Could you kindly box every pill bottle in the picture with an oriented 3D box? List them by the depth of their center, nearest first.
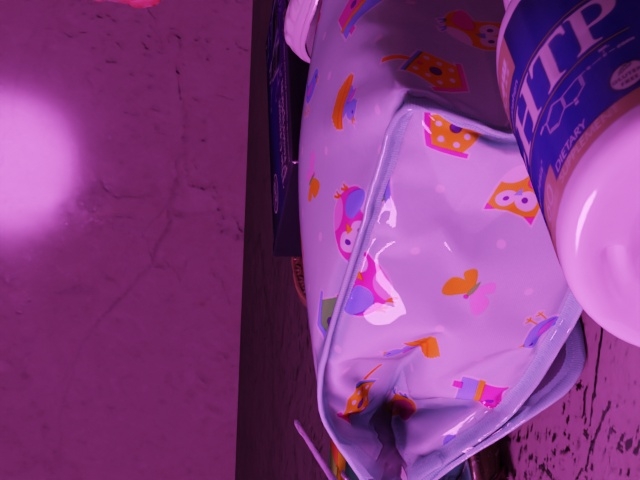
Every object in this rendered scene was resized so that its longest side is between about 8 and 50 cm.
[{"bbox_3d":[0.125,-0.056,0.605,0.186,0.112,0.112,-99,13,-54],"label":"pill bottle"}]

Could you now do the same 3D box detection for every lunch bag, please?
[{"bbox_3d":[0.062,-0.016,0.912,0.223,0.160,0.262,-100,19,-53],"label":"lunch bag"}]

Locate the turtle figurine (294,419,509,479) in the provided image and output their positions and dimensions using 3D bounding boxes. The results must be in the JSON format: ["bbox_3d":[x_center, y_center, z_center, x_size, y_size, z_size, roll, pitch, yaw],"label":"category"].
[{"bbox_3d":[0.063,0.162,1.036,0.175,0.118,0.234,-56,-46,-77],"label":"turtle figurine"}]

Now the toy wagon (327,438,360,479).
[{"bbox_3d":[0.045,0.250,1.334,0.344,0.068,0.267,-114,27,-73],"label":"toy wagon"}]

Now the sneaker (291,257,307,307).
[{"bbox_3d":[0.000,0.000,1.772,0.086,0.064,0.192,89,179,-63],"label":"sneaker"}]

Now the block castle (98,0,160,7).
[{"bbox_3d":[-0.012,-0.287,0.981,0.453,0.303,0.212,109,167,-66],"label":"block castle"}]

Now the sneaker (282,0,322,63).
[{"bbox_3d":[0.044,-0.254,1.402,0.108,0.100,0.271,50,142,41],"label":"sneaker"}]

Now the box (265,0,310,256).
[{"bbox_3d":[0.004,-0.138,1.605,0.184,0.103,0.261,99,170,-60],"label":"box"}]
